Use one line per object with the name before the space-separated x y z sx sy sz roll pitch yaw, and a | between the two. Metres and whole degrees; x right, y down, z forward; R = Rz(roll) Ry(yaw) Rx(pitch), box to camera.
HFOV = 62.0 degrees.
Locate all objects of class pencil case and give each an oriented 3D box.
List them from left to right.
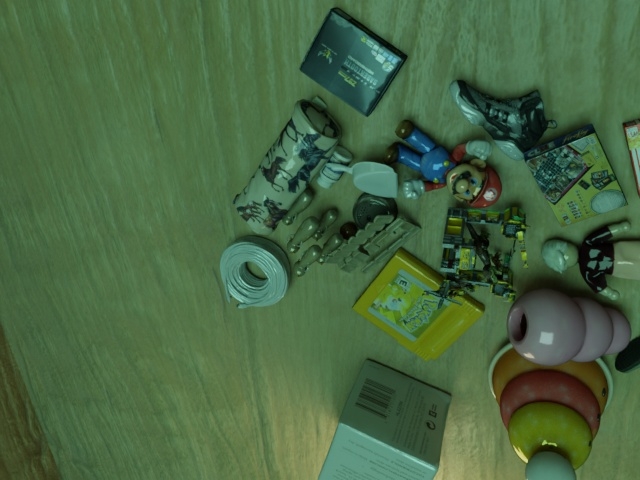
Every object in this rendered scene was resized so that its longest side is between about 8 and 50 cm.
pencil case | -0.099 -0.214 1.555 0.160 0.183 0.410 18 126 -31

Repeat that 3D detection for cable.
cable | -0.222 0.109 1.829 0.257 0.089 0.256 -1 115 22

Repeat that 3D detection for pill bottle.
pill bottle | 0.038 -0.213 1.562 0.067 0.067 0.120 36 124 2

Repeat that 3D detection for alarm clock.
alarm clock | 0.157 -0.100 1.580 0.130 0.064 0.191 -3 112 24

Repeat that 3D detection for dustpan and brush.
dustpan and brush | 0.113 -0.183 1.483 0.211 0.060 0.147 6 157 12

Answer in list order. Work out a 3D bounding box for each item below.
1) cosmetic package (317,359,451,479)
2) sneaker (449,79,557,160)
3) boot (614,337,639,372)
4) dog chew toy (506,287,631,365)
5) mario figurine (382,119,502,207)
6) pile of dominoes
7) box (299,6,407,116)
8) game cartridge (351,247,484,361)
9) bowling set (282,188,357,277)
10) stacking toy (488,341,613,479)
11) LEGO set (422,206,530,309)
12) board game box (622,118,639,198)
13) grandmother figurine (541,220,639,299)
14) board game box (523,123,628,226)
cosmetic package | 0.210 0.697 1.817 0.328 0.329 0.393 21 123 10
sneaker | 0.454 -0.332 1.313 0.269 0.101 0.153 41 123 -9
boot | 0.959 0.322 1.463 0.161 0.083 0.246 33 125 -4
dog chew toy | 0.684 0.238 1.444 0.332 0.206 0.206 4 121 -11
mario figurine | 0.321 -0.188 1.393 0.321 0.170 0.198 31 158 13
pile of dominoes | 0.147 0.003 1.576 0.251 0.196 0.040 -41 51 23
box | 0.084 -0.470 1.412 0.233 0.059 0.183 36 125 2
game cartridge | 0.302 0.215 1.691 0.324 0.052 0.285 36 124 3
bowling set | 0.000 0.000 1.632 0.200 0.286 0.154 17 136 -27
stacking toy | 0.626 0.520 1.461 0.351 0.480 0.350 10 120 18
LEGO set | 0.428 0.069 1.439 0.255 0.192 0.331 13 132 10
board game box | 0.816 -0.205 1.259 0.147 0.045 0.193 -15 110 28
grandmother figurine | 0.761 0.052 1.394 0.343 0.104 0.207 6 91 23
board game box | 0.633 -0.153 1.321 0.165 0.042 0.243 -23 124 30
